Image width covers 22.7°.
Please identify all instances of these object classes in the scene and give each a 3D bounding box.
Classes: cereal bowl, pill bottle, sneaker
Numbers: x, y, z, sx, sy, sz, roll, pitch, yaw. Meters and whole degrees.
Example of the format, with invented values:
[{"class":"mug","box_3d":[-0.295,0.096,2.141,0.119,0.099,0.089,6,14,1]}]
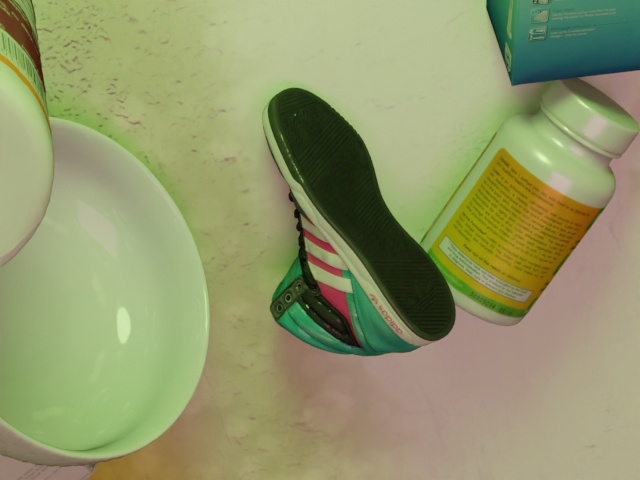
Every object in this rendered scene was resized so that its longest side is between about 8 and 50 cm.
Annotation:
[{"class":"cereal bowl","box_3d":[-0.277,0.058,1.551,0.141,0.339,0.339,-20,127,43]},{"class":"pill bottle","box_3d":[0.217,-0.044,1.646,0.136,0.136,0.246,25,113,-21]},{"class":"pill bottle","box_3d":[-0.349,-0.145,1.346,0.224,0.392,0.224,-6,122,-10]},{"class":"sneaker","box_3d":[0.000,0.000,1.654,0.178,0.124,0.296,-32,89,47]}]

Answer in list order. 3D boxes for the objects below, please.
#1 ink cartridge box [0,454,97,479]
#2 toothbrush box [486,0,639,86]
[{"class":"ink cartridge box","box_3d":[-0.337,0.159,1.663,0.092,0.158,0.218,-41,117,19]},{"class":"toothbrush box","box_3d":[0.275,-0.300,1.471,0.216,0.126,0.296,-8,139,-4]}]
